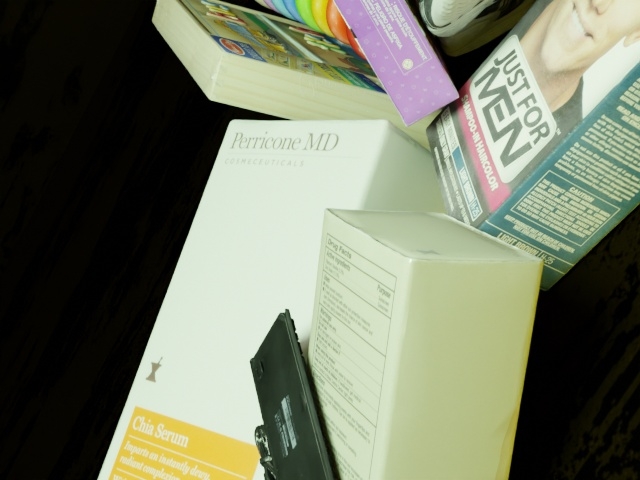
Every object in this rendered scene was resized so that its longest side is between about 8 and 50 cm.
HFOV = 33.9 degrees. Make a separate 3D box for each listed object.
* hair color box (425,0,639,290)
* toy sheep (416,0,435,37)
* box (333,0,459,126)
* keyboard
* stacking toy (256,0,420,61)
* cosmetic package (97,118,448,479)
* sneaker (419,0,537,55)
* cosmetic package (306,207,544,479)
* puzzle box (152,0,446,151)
[{"bbox_3d":[0.238,-0.142,0.834,0.347,0.105,0.174,-49,30,30],"label":"hair color box"},{"bbox_3d":[0.144,-0.281,1.165,0.091,0.091,0.132,-43,51,40],"label":"toy sheep"},{"bbox_3d":[0.055,-0.233,1.016,0.057,0.201,0.293,-29,13,11],"label":"box"},{"bbox_3d":[-0.023,0.154,0.834,0.108,0.023,0.180,-59,35,40],"label":"keyboard"},{"bbox_3d":[0.023,-0.310,1.305,0.141,0.141,0.330,-60,39,13],"label":"stacking toy"},{"bbox_3d":[-0.039,0.118,1.016,0.230,0.161,0.453,5,72,45],"label":"cosmetic package"},{"bbox_3d":[0.111,-0.295,0.937,0.137,0.210,0.366,-30,-3,7],"label":"sneaker"},{"bbox_3d":[0.061,0.142,0.801,0.160,0.113,0.310,-144,59,-63],"label":"cosmetic package"},{"bbox_3d":[-0.036,-0.209,1.226,0.409,0.272,0.052,-127,51,-62],"label":"puzzle box"}]
